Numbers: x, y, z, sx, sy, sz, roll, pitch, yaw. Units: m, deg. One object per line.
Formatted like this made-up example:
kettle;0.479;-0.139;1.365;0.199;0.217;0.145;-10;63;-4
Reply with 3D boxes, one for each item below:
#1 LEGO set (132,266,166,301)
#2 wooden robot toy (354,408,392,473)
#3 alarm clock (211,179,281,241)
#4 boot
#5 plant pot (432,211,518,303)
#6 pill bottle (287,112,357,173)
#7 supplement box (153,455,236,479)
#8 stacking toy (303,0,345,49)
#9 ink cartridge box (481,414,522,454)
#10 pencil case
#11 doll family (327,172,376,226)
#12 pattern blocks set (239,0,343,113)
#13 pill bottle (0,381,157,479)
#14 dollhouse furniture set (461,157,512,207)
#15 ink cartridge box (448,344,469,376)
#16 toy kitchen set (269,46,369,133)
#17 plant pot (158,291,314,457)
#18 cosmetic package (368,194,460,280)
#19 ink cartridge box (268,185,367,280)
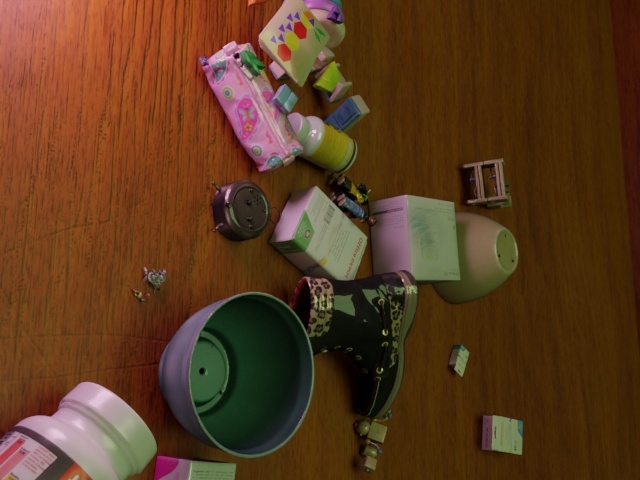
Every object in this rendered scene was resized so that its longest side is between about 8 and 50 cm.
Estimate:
LEGO set;-0.321;0.081;1.288;0.054;0.023;0.083;42;55;-33
wooden robot toy;0.115;0.477;1.655;0.079;0.076;0.173;23;61;-2
alarm clock;-0.153;-0.064;1.466;0.192;0.064;0.129;7;78;-48
boot;0.059;0.244;1.560;0.284;0.138;0.377;3;110;-28
plant pot;0.469;0.041;1.995;0.284;0.191;0.283;11;74;-45
pill bottle;-0.006;-0.236;1.616;0.184;0.103;0.103;22;67;-42
supplement box;-0.242;0.512;1.226;0.114;0.111;0.219;20;69;-43
stacking toy;-0.008;-0.646;1.689;0.141;0.141;0.330;21;61;-42
ink cartridge box;0.549;0.596;2.066;0.181;0.062;0.104;24;66;-42
pencil case;-0.146;-0.290;1.467;0.124;0.124;0.284;-42;113;-42
doll family;0.080;-0.097;1.658;0.111;0.076;0.193;40;34;-28
pattern blocks set;-0.056;-0.447;1.483;0.285;0.026;0.324;54;53;-24
pill bottle;-0.427;0.393;0.985;0.363;0.210;0.210;-47;116;-40
dollhouse furniture set;0.541;-0.175;2.180;0.184;0.129;0.129;15;70;-69
ink cartridge box;0.407;0.355;1.987;0.048;0.028;0.083;46;53;-30
toy kitchen set;-0.017;-0.353;1.645;0.166;0.122;0.207;-25;81;-45
plant pot;-0.182;0.249;1.276;0.293;0.196;0.292;10;77;-44
cosmetic package;0.256;0.005;1.820;0.224;0.138;0.224;3;82;-46
ink cartridge box;0.000;0.000;1.586;0.212;0.093;0.154;42;56;-32
